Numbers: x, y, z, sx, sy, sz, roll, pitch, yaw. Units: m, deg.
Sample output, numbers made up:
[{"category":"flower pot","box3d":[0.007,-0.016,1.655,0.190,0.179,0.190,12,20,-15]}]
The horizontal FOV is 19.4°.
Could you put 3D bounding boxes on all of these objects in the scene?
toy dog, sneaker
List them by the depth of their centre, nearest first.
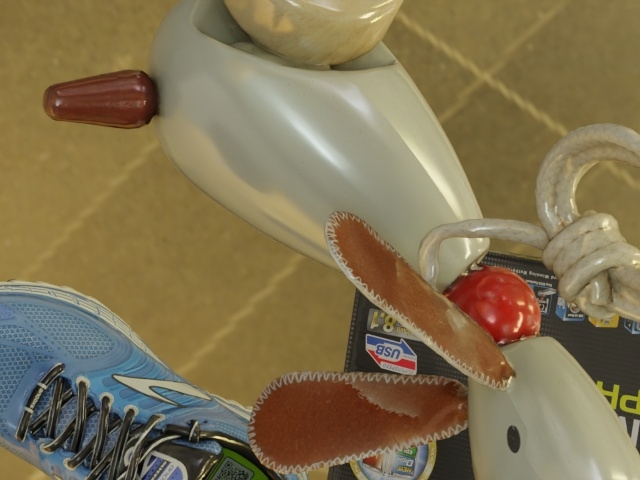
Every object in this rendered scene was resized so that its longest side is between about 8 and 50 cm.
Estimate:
[{"category":"toy dog","box3d":[0.000,0.000,0.808,0.161,0.333,0.220,-21,139,-27]},{"category":"sneaker","box3d":[-0.135,0.133,1.321,0.330,0.147,0.129,27,93,-19]}]

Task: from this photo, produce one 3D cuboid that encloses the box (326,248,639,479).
[{"category":"box","box3d":[0.146,0.118,1.449,0.060,0.270,0.216,5,96,-59]}]
